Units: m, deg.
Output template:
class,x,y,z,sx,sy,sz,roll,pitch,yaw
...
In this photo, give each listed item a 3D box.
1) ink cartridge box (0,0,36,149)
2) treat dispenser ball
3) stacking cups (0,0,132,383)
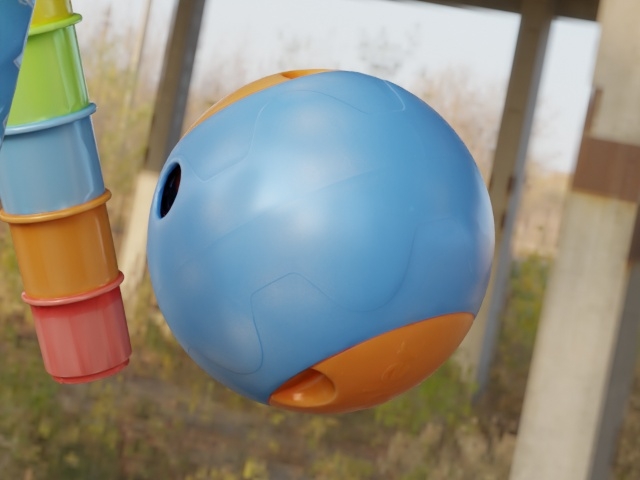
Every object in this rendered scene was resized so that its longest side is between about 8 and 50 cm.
class,x,y,z,sx,sy,sz,roll,pitch,yaw
ink cartridge box,-0.291,-0.118,0.664,0.198,0.197,0.270,-3,-20,40
treat dispenser ball,0.000,0.000,1.285,0.288,0.288,0.288,11,1,0
stacking cups,-0.198,-0.055,1.071,0.096,0.316,0.096,-7,14,2
